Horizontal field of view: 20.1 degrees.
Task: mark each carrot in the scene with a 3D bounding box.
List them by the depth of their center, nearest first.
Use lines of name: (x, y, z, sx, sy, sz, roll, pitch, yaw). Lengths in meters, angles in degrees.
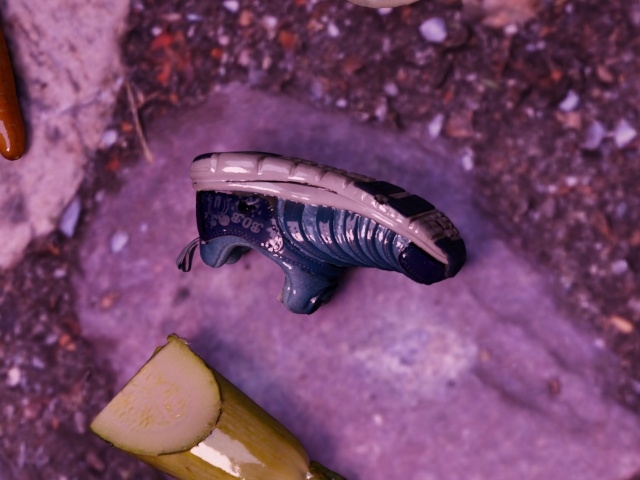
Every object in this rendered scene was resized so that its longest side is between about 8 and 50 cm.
carrot: (-0.271, -0.170, 1.430, 0.043, 0.043, 0.248, -23, 66, 9)

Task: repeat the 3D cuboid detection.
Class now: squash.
squash: (-0.062, 0.137, 1.225, 0.200, 0.075, 0.090, 26, 54, 23)

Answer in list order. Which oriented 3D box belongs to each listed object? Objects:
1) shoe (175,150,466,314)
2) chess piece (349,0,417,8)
shoe: (0.000, 0.000, 1.259, 0.207, 0.091, 0.106, 11, 96, 17)
chess piece: (0.016, -0.307, 1.342, 0.144, 0.144, 0.251, -33, 57, 4)
